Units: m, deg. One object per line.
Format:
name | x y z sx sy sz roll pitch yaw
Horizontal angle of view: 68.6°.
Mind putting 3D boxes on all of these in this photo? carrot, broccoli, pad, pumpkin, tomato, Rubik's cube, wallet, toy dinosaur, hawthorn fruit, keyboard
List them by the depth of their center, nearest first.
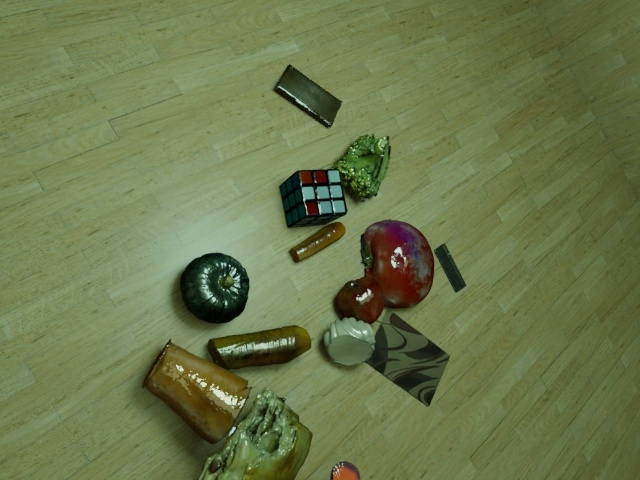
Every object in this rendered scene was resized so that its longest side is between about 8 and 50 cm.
carrot | -0.345 0.403 1.274 0.254 0.196 0.196 37 65 -13
pumpkin | -0.303 0.137 1.373 0.212 0.152 0.211 6 78 -31
carrot | -0.179 0.326 1.417 0.302 0.114 0.114 -4 81 -25
toy dinosaur | 0.048 0.754 1.473 0.286 0.070 0.138 32 56 -14
Rubik's cube | -0.024 -0.140 1.567 0.163 0.161 0.162 -6 81 -28
hawthorn fruit | 0.150 0.229 1.594 0.163 0.163 0.203 -33 109 -28
carrot | 0.000 0.000 1.604 0.225 0.067 0.067 -32 94 -26
broccoli | 0.143 -0.283 1.656 0.181 0.273 0.242 19 65 14
tomato | 0.310 0.072 1.684 0.290 0.176 0.334 5 75 -28
pad | 0.321 0.427 1.704 0.330 0.004 0.220 37 65 -15
wallet | -0.041 -0.526 1.715 0.243 0.039 0.132 30 61 -18
keyboard | 0.515 0.109 1.867 0.060 0.018 0.195 -28 92 -21

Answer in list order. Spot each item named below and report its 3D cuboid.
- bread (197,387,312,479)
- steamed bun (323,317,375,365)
bread | -0.155 0.565 1.227 0.192 0.370 0.314 23 71 17
steamed bun | 0.097 0.324 1.535 0.183 0.183 0.106 29 34 -19
